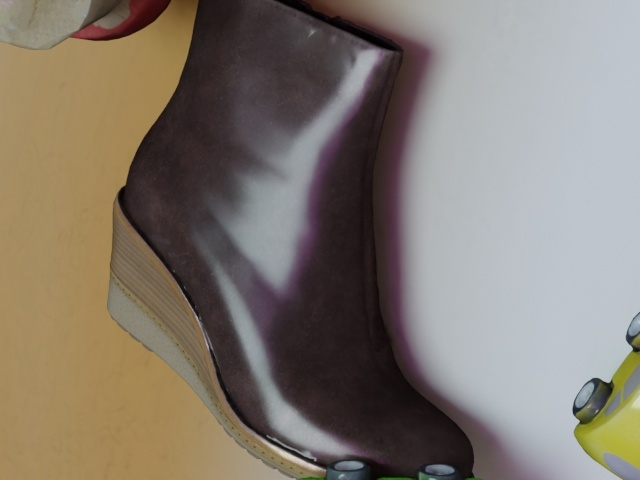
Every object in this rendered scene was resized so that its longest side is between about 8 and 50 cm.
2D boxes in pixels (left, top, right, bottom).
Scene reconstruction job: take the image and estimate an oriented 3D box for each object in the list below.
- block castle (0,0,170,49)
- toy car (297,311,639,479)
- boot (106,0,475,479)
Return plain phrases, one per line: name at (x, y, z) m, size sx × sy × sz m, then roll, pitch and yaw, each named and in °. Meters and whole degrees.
block castle at (-0.144, -0.327, 0.603) m, size 0.303 × 0.213 × 0.453 m, roll -36°, pitch 102°, yaw 11°
toy car at (0.095, 0.141, 0.640) m, size 0.225 × 0.053 × 0.239 m, roll 0°, pitch 98°, yaw -2°
boot at (0.000, 0.000, 0.701) m, size 0.248 × 0.090 × 0.206 m, roll 31°, pitch 113°, yaw 24°
